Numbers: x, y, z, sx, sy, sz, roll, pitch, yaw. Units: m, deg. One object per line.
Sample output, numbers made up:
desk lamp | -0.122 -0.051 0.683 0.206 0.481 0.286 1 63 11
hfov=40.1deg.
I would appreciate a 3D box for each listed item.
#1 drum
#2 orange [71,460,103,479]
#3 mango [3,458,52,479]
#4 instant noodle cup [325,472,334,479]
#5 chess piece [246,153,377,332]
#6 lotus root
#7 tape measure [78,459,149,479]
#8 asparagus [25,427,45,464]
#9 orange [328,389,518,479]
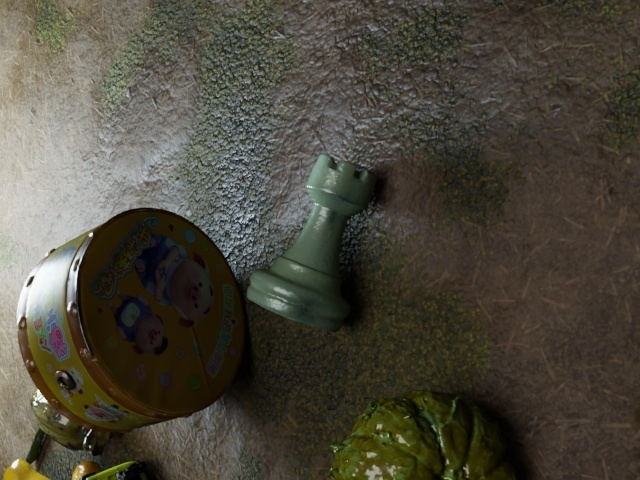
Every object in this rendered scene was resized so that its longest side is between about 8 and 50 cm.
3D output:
drum | -0.366 0.161 1.734 0.214 0.431 0.431 -21 73 38
orange | -0.549 0.565 2.072 0.083 0.070 0.083 -20 58 35
mango | -0.677 0.667 2.139 0.295 0.120 0.177 47 122 34
instant noodle cup | 0.059 0.490 1.518 0.182 0.182 0.144 17 87 39
chess piece | 0.000 0.000 1.612 0.194 0.194 0.299 21 91 39
lotus root | -0.573 0.415 2.062 0.278 0.154 0.154 23 101 39
tape measure | -0.457 0.560 1.922 0.199 0.186 0.112 -44 70 45
asparagus | -0.706 0.485 2.236 0.034 0.027 0.236 40 110 29
orange | 0.154 0.387 1.373 0.223 0.301 0.300 -39 64 62
